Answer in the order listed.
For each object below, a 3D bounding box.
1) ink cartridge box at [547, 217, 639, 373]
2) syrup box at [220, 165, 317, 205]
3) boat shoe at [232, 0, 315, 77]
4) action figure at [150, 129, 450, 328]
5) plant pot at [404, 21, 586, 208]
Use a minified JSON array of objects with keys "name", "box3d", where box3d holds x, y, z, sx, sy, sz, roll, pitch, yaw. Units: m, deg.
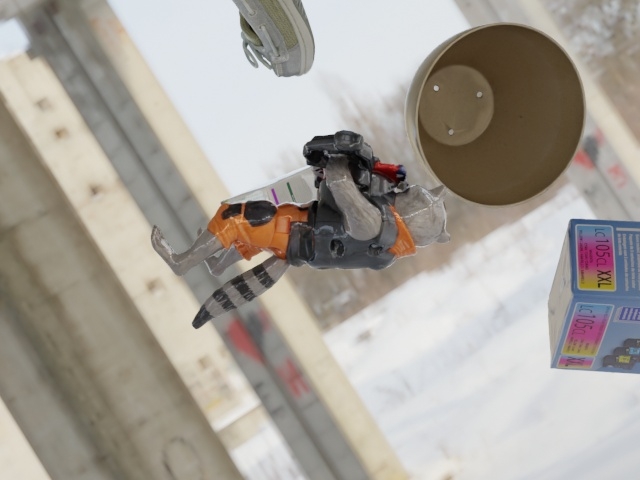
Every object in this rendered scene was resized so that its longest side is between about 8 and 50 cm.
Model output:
[{"name":"ink cartridge box","box3d":[0.569,0.096,2.209,0.395,0.151,0.270,1,-30,2]},{"name":"syrup box","box3d":[-0.048,-0.056,2.238,0.093,0.096,0.237,-18,4,32]},{"name":"boat shoe","box3d":[-0.078,-0.295,1.743,0.103,0.118,0.320,-20,-21,0]},{"name":"action figure","box3d":[0.000,0.000,1.720,0.330,0.178,0.341,-11,-17,12]},{"name":"plant pot","box3d":[0.247,-0.205,2.231,0.284,0.284,0.191,-32,19,-10]}]
